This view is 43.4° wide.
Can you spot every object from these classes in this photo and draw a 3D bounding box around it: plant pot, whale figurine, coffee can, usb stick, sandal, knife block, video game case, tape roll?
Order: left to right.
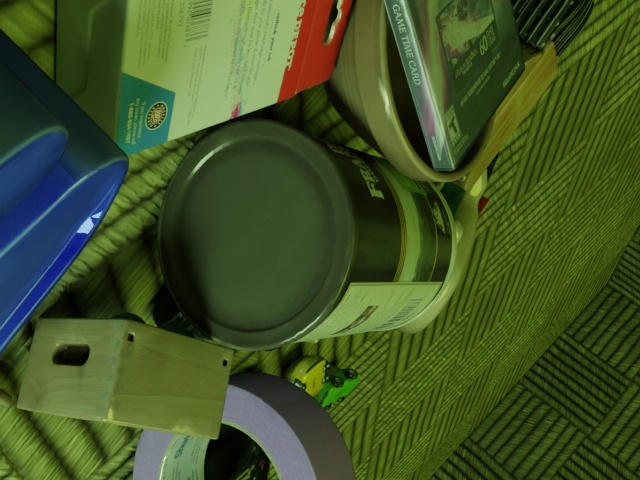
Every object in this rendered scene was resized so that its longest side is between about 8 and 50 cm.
[{"bbox_3d":[-0.157,0.387,1.188,0.167,0.107,0.446,-3,127,-59],"label":"sandal"},{"bbox_3d":[-0.102,0.089,0.952,0.077,0.045,0.278,-47,157,6],"label":"usb stick"},{"bbox_3d":[-0.096,0.302,0.974,0.090,0.274,0.275,-3,127,-60],"label":"tape roll"},{"bbox_3d":[0.000,0.000,0.816,0.202,0.201,0.275,-58,156,13],"label":"coffee can"},{"bbox_3d":[0.075,-0.174,0.766,0.237,0.109,0.238,-5,96,-55],"label":"plant pot"},{"bbox_3d":[0.148,-0.002,1.180,0.272,0.141,0.216,-62,176,-15],"label":"whale figurine"},{"bbox_3d":[0.111,-0.228,0.700,0.196,0.026,0.274,-51,131,-40],"label":"video game case"},{"bbox_3d":[0.264,-0.229,1.100,0.242,0.088,0.276,-31,148,-37],"label":"knife block"}]

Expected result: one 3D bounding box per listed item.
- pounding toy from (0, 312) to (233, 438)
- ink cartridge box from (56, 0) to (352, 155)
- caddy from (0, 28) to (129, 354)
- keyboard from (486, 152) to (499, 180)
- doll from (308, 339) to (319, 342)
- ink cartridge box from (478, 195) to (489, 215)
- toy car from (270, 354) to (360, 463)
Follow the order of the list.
[{"bbox_3d":[-0.215,0.106,0.699,0.206,0.181,0.094,26,67,-47],"label":"pounding toy"},{"bbox_3d":[-0.076,-0.165,0.601,0.231,0.078,0.134,-29,148,-41],"label":"ink cartridge box"},{"bbox_3d":[-0.261,0.003,0.400,0.341,0.179,0.241,-52,178,-1],"label":"caddy"},{"bbox_3d":[0.267,-0.061,1.404,0.100,0.038,0.192,-32,149,-37],"label":"keyboard"},{"bbox_3d":[0.004,0.056,1.082,0.129,0.046,0.189,-54,163,-49],"label":"doll"},{"bbox_3d":[0.217,-0.037,1.316,0.115,0.063,0.029,-55,158,7],"label":"ink cartridge box"},{"bbox_3d":[-0.016,0.254,1.321,0.225,0.053,0.239,-13,136,-55],"label":"toy car"}]
